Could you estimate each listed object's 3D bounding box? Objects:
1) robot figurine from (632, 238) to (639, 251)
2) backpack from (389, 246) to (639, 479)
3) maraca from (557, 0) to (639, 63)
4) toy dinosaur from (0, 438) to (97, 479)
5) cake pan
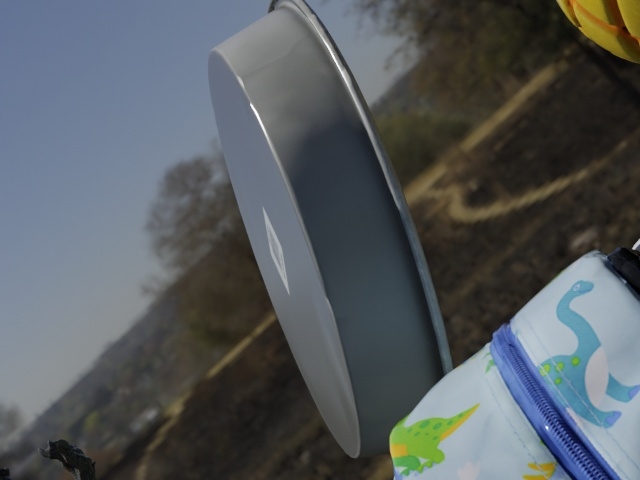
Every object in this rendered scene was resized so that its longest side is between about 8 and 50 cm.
[{"bbox_3d":[0.365,0.017,1.263,0.209,0.173,0.278,-39,-11,-50],"label":"robot figurine"},{"bbox_3d":[0.168,0.151,0.628,0.273,0.290,0.355,-32,-35,0],"label":"backpack"},{"bbox_3d":[0.168,-0.135,0.691,0.099,0.127,0.185,-63,15,-15],"label":"maraca"},{"bbox_3d":[-0.168,0.189,0.936,0.268,0.118,0.064,-19,-15,17],"label":"toy dinosaur"},{"bbox_3d":[0.000,0.000,0.905,0.054,0.293,0.293,-19,-4,-8],"label":"cake pan"}]
